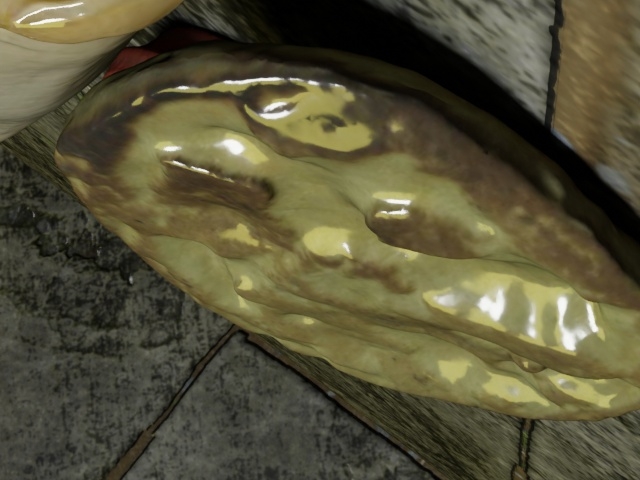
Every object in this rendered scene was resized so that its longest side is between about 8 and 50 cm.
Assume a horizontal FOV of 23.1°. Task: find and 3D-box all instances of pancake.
[{"bbox_3d":[0.018,0.002,0.707,0.295,0.049,0.294,18,157,8],"label":"pancake"}]

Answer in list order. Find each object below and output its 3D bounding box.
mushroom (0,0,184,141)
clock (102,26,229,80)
[{"bbox_3d":[-0.120,-0.125,0.588,0.138,0.154,0.407,3,177,-20],"label":"mushroom"},{"bbox_3d":[0.000,0.000,0.912,0.318,0.080,0.318,37,172,6],"label":"clock"}]
